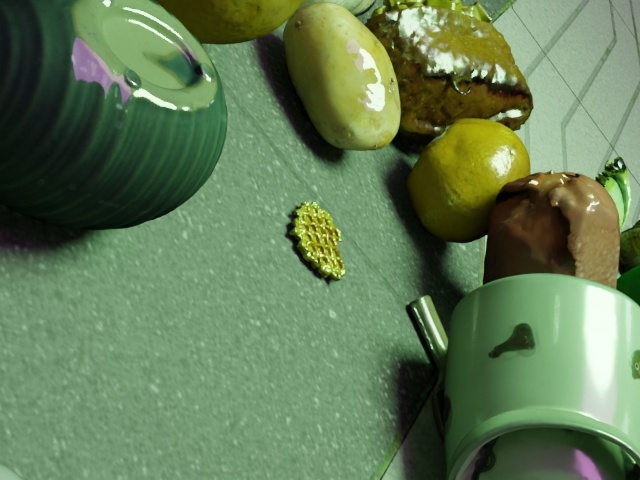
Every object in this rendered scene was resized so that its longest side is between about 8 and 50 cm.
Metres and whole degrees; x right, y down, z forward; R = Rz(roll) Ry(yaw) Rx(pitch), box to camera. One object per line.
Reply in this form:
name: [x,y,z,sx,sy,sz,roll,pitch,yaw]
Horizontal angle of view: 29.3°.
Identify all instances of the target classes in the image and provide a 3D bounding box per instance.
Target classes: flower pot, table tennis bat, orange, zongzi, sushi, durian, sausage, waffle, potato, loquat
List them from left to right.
flower pot: [-0.176,-0.105,0.921,0.243,0.157,0.189,12,55,-51]
loquat: [-0.097,-0.288,1.174,0.208,0.208,0.208,38,35,-34]
waffle: [-0.001,-0.002,1.243,0.078,0.016,0.085,43,32,-28]
potato: [0.027,-0.178,1.356,0.118,0.109,0.178,-4,71,-82]
sushi: [0.152,-0.219,1.534,0.296,0.167,0.179,5,44,-33]
table tennis bat: [0.155,0.175,1.320,0.138,0.022,0.246,-7,70,-58]
orange: [0.173,-0.076,1.453,0.134,0.156,0.156,46,31,-14]
sausage: [0.260,0.051,1.384,0.152,0.152,0.279,-61,152,-57]
durian: [0.320,0.026,1.616,0.132,0.107,0.375,45,53,-15]
zongzi: [0.550,0.057,1.999,0.187,0.084,0.184,68,19,1]

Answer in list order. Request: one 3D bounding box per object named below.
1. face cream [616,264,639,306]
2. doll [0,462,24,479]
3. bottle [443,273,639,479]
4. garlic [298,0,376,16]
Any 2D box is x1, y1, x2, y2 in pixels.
face cream: [0.522,0.163,1.682,0.357,0.219,0.312,23,58,-55]
doll: [-0.148,0.211,0.712,0.293,0.119,0.138,43,10,-28]
bottle: [0.211,0.220,1.168,0.229,0.229,0.351,38,47,-33]
garlic: [0.041,-0.384,1.451,0.199,0.226,0.199,31,43,-35]
